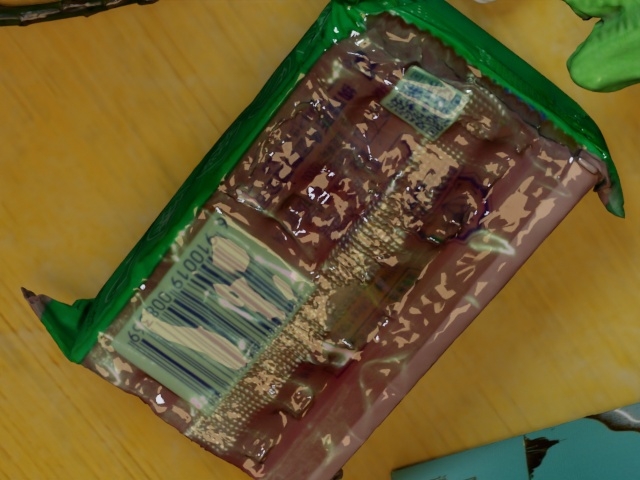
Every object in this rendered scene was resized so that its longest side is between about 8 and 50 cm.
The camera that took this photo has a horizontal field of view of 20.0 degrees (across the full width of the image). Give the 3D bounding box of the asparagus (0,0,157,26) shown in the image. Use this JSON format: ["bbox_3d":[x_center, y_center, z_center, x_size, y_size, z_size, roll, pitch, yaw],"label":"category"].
[{"bbox_3d":[-0.136,-0.122,0.950,0.162,0.016,0.016,-7,95,6],"label":"asparagus"}]

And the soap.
[{"bbox_3d":[0.000,0.001,0.956,0.218,0.098,0.273,35,110,-13],"label":"soap"}]

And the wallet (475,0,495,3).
[{"bbox_3d":[0.108,-0.209,0.896,0.095,0.033,0.190,37,110,-15],"label":"wallet"}]

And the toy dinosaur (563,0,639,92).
[{"bbox_3d":[0.315,-0.268,0.755,0.499,0.144,0.375,-8,104,18],"label":"toy dinosaur"}]

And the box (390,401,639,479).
[{"bbox_3d":[0.151,0.148,0.981,0.229,0.162,0.041,-17,113,9],"label":"box"}]
